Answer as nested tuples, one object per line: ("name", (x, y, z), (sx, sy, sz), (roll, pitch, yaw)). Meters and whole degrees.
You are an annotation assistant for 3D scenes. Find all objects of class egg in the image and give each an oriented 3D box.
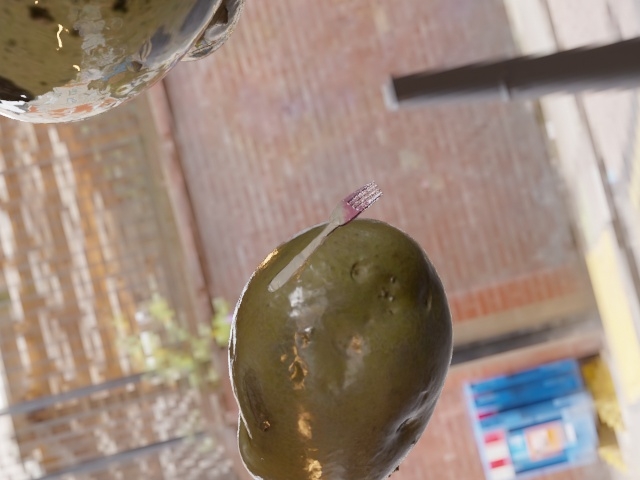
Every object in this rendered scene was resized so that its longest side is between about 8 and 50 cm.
("egg", (-0.210, -0.256, 1.378), (0.288, 0.287, 0.379), (-101, 26, -46))

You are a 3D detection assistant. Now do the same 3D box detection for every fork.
("fork", (-0.001, 0.000, 1.118), (0.012, 0.115, 0.016), (6, -131, -50))

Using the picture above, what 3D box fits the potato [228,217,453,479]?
("potato", (0.014, 0.094, 1.271), (0.160, 0.177, 0.235), (-128, 48, -67))

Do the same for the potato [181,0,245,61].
("potato", (-0.137, -0.263, 1.659), (0.272, 0.160, 0.111), (101, 155, -56))
